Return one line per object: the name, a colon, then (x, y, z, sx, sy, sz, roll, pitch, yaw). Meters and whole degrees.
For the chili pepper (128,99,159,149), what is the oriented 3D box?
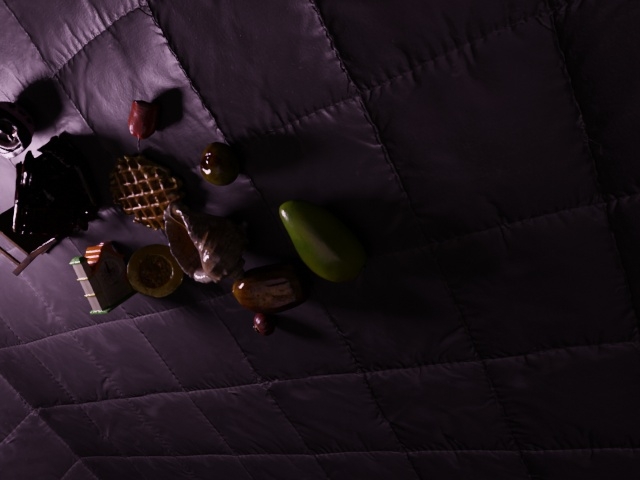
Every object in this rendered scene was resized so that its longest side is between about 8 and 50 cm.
chili pepper: (-0.600, -0.385, 1.597, 0.086, 0.084, 0.192, 36, 125, 18)

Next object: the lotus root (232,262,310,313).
lotus root: (-0.180, 0.175, 1.736, 0.291, 0.193, 0.193, -10, 117, 21)

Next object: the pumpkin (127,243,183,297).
pumpkin: (-0.666, 0.126, 1.929, 0.217, 0.217, 0.110, 42, 166, -7)

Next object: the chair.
chair: (-1.233, -0.053, 2.004, 0.416, 0.203, 0.240, -28, 110, 33)

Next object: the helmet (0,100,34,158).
helmet: (-1.172, -0.428, 1.768, 0.253, 0.154, 0.198, -2, 142, 44)

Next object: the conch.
conch: (-0.401, 0.006, 1.706, 0.297, 0.210, 0.352, -36, 83, 37)

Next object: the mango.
mango: (0.000, 0.000, 1.553, 0.343, 0.156, 0.192, 46, 118, -5)

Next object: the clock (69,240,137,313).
clock: (-0.896, 0.144, 1.987, 0.106, 0.220, 0.255, -6, 111, 25)

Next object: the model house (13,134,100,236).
model house: (-1.013, -0.171, 1.780, 0.297, 0.282, 0.317, 38, 128, -4)

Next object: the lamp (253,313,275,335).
lamp: (-0.225, 0.335, 1.904, 0.101, 0.090, 0.101, 47, 162, 20)

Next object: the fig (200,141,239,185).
fig: (-0.329, -0.246, 1.548, 0.136, 0.121, 0.153, 65, 153, 21)

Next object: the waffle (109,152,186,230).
waffle: (-0.643, -0.169, 1.764, 0.325, 0.068, 0.302, 32, 127, 2)
